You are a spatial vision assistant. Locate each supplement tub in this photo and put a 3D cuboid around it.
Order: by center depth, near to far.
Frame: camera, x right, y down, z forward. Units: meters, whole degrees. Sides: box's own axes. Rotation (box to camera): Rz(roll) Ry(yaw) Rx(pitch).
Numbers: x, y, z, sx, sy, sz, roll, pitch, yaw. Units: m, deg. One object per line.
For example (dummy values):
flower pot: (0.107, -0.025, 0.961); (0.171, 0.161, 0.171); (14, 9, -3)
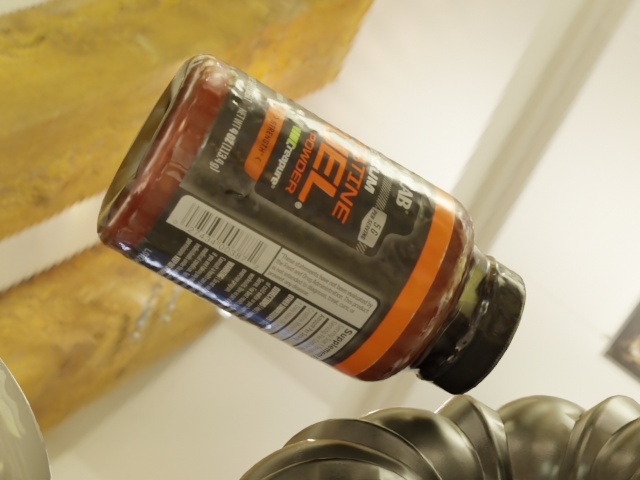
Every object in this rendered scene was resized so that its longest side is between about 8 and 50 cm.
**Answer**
supplement tub: (0.000, 0.000, 0.666); (0.106, 0.198, 0.106); (-55, 16, 23)

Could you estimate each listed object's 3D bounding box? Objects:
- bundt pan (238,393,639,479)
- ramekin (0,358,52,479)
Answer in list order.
bundt pan: (0.094, 0.149, 0.621); (0.331, 0.331, 0.124); (-15, -77, -63)
ramekin: (-0.223, 0.107, 0.550); (0.207, 0.207, 0.109); (-64, -6, 34)
